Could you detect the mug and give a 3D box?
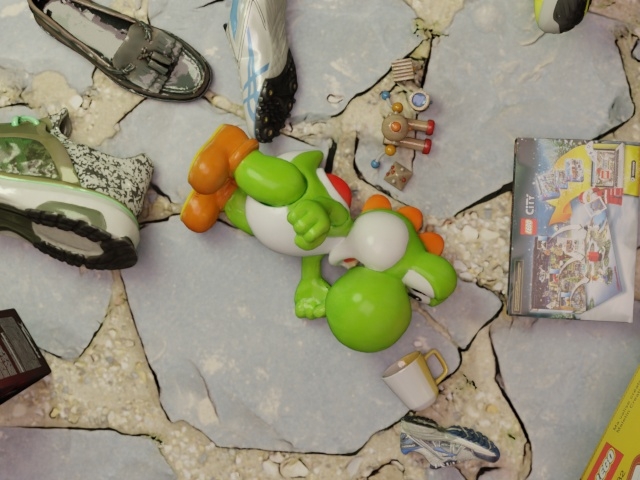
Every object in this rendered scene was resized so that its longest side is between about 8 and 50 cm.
[{"bbox_3d":[0.128,0.184,1.556,0.078,0.062,0.064,-33,95,12],"label":"mug"}]

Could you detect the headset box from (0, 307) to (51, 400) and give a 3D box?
[{"bbox_3d":[-0.499,0.192,1.503,0.218,0.293,0.110,-32,87,4],"label":"headset box"}]

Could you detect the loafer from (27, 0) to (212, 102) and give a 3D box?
[{"bbox_3d":[-0.273,-0.261,1.583,0.267,0.084,0.096,27,93,5],"label":"loafer"}]

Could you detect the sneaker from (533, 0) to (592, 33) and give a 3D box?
[{"bbox_3d":[0.289,-0.445,1.510,0.147,0.145,0.385,3,80,13],"label":"sneaker"}]

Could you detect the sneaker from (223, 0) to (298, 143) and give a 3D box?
[{"bbox_3d":[-0.084,-0.247,1.574,0.086,0.085,0.237,1,95,34],"label":"sneaker"}]

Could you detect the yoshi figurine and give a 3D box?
[{"bbox_3d":[-0.010,0.018,1.515,0.362,0.203,0.203,27,109,3],"label":"yoshi figurine"}]

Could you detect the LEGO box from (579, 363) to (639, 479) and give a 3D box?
[{"bbox_3d":[0.575,0.210,1.394,0.372,0.193,0.500,27,93,-13],"label":"LEGO box"}]

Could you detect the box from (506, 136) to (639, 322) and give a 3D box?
[{"bbox_3d":[0.326,-0.014,1.541,0.159,0.044,0.233,3,90,6],"label":"box"}]

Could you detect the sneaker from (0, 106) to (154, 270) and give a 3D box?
[{"bbox_3d":[-0.405,-0.105,1.589,0.410,0.158,0.182,22,58,0],"label":"sneaker"}]

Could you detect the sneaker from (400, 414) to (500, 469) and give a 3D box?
[{"bbox_3d":[0.167,0.273,1.561,0.135,0.052,0.058,15,102,13],"label":"sneaker"}]

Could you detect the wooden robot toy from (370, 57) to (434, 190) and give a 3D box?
[{"bbox_3d":[0.109,-0.152,1.546,0.076,0.079,0.173,9,91,6],"label":"wooden robot toy"}]
